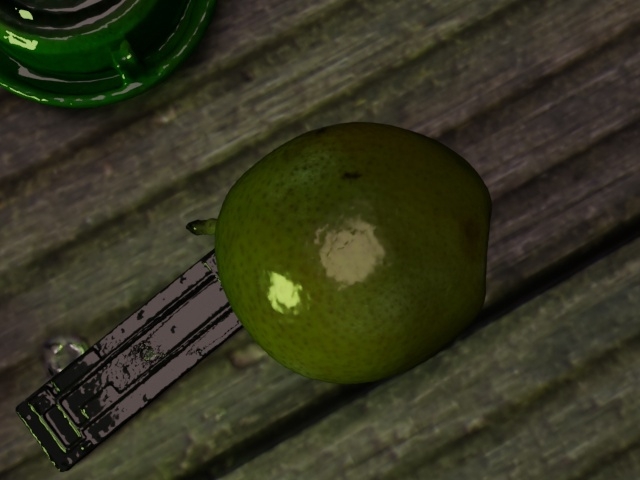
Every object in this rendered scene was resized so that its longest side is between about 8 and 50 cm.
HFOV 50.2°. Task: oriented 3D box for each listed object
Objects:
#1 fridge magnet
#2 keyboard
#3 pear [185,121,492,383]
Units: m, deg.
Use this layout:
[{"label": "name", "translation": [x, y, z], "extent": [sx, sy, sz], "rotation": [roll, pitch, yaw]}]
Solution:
[{"label": "fridge magnet", "translation": [-0.179, -0.200, 0.503], "extent": [0.208, 0.088, 0.208], "rotation": [0, 83, 0]}, {"label": "keyboard", "translation": [-0.126, 0.082, 0.506], "extent": [0.204, 0.013, 0.061], "rotation": [-39, 84, -5]}, {"label": "pear", "translation": [0.000, 0.000, 0.440], "extent": [0.216, 0.180, 0.166], "rotation": [10, 116, 16]}]
